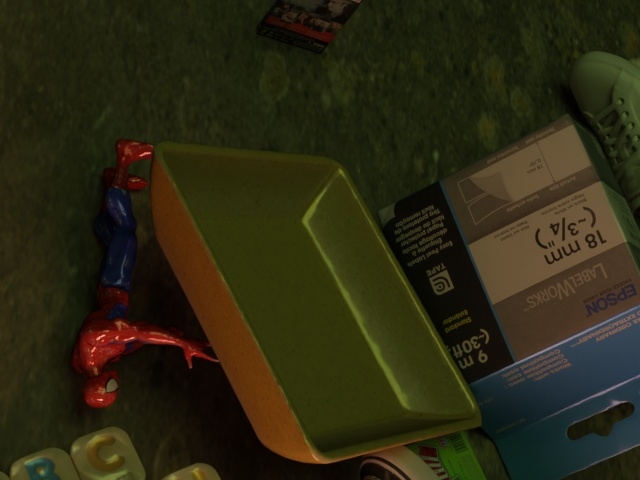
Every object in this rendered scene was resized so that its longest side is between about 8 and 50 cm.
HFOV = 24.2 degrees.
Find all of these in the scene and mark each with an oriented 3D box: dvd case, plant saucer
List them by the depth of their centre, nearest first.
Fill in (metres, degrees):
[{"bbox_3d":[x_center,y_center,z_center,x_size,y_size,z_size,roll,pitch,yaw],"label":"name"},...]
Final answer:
[{"bbox_3d":[-0.016,0.069,1.449,0.333,0.081,0.332,0,56,-58],"label":"plant saucer"},{"bbox_3d":[-0.010,-0.264,1.717,0.087,0.119,0.013,14,56,-23],"label":"dvd case"}]

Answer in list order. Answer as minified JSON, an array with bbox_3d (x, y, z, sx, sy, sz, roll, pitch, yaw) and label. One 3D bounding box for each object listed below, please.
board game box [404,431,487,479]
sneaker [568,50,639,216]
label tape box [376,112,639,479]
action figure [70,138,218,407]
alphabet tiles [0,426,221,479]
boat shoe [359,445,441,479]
[{"bbox_3d":[0.139,0.289,1.518,0.092,0.043,0.181,-13,69,-36],"label":"board game box"},{"bbox_3d":[0.407,-0.111,1.883,0.290,0.106,0.123,50,47,2],"label":"sneaker"},{"bbox_3d":[0.235,0.070,1.576,0.106,0.241,0.333,25,41,-62],"label":"label tape box"},{"bbox_3d":[-0.164,0.045,1.451,0.139,0.091,0.280,16,55,-12],"label":"action figure"},{"bbox_3d":[-0.193,0.293,1.266,0.284,0.021,0.278,-18,59,-21],"label":"alphabet tiles"},{"bbox_3d":[0.095,0.346,1.415,0.105,0.113,0.306,-20,89,-34],"label":"boat shoe"}]
